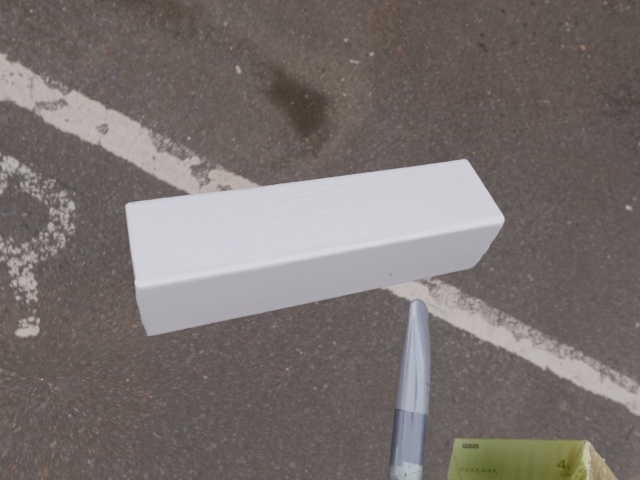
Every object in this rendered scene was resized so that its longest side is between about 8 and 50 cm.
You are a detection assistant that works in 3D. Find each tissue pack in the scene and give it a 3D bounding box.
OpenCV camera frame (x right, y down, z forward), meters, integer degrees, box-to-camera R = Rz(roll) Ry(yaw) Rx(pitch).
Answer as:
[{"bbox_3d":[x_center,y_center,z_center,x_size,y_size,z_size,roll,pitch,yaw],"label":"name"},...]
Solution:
[{"bbox_3d":[0.354,0.415,0.866,0.159,0.234,0.125,46,46,-29],"label":"tissue pack"}]

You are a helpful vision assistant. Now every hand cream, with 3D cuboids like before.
[{"bbox_3d":[0.133,0.211,0.749,0.048,0.079,0.255,1,67,18],"label":"hand cream"}]

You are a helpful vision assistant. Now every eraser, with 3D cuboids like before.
[{"bbox_3d":[0.000,0.000,0.435,0.299,0.076,0.078,-10,56,-18],"label":"eraser"}]
